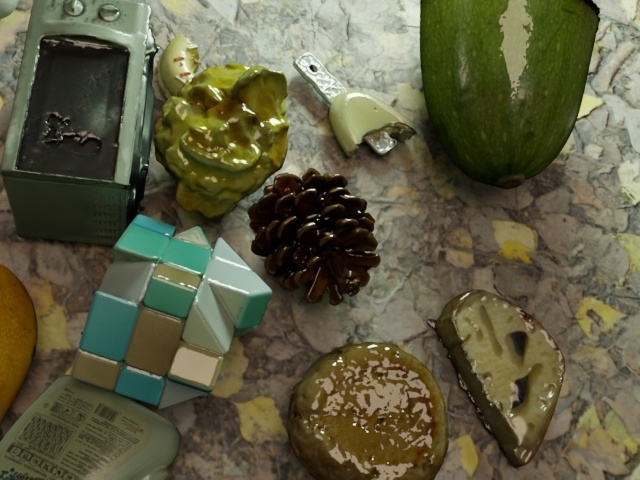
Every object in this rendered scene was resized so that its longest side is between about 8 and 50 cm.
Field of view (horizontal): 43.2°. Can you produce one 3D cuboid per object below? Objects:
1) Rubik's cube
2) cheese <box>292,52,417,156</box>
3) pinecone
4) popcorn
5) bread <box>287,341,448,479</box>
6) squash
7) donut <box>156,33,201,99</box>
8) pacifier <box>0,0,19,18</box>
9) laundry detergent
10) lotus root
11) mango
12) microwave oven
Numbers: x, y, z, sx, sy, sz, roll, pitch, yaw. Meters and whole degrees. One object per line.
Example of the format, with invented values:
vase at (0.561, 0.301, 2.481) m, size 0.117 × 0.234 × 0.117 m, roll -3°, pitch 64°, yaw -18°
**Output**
Rubik's cube at (-0.192, 0.104, 1.091) m, size 0.212 × 0.224 × 0.265 m, roll 19°, pitch 21°, yaw -6°
cheese at (0.045, -0.233, 1.378) m, size 0.127 × 0.050 × 0.235 m, roll -38°, pitch 81°, yaw -22°
pinecone at (0.001, 0.002, 1.206) m, size 0.185 × 0.169 × 0.212 m, roll -35°, pitch 65°, yaw -9°
popcorn at (-0.143, -0.155, 1.203) m, size 0.181 × 0.216 × 0.235 m, roll 42°, pitch 51°, yaw -28°
bread at (0.067, 0.255, 1.139) m, size 0.229 × 0.123 × 0.230 m, roll 3°, pitch 64°, yaw -6°
squash at (0.284, -0.238, 1.341) m, size 0.310 × 0.310 × 0.309 m, roll 13°, pitch 83°, yaw -7°
donut at (-0.204, -0.263, 1.327) m, size 0.166 × 0.065 × 0.108 m, roll 42°, pitch 66°, yaw 7°
pacifier at (-0.600, -0.409, 1.240) m, size 0.269 × 0.288 × 0.344 m, roll 11°, pitch 83°, yaw -48°
laundry detergent at (-0.319, 0.323, 1.004) m, size 0.214 × 0.105 × 0.281 m, roll 22°, pitch 52°, yaw 7°
lotus root at (0.287, 0.191, 1.243) m, size 0.170 × 0.074 × 0.261 m, roll -28°, pitch 77°, yaw -24°
mango at (-0.470, 0.165, 1.056) m, size 0.177 × 0.120 × 0.295 m, roll 7°, pitch 66°, yaw -8°
microwave oven at (-0.332, -0.170, 1.164) m, size 0.181 × 0.237 × 0.295 m, roll 5°, pitch 65°, yaw -11°
